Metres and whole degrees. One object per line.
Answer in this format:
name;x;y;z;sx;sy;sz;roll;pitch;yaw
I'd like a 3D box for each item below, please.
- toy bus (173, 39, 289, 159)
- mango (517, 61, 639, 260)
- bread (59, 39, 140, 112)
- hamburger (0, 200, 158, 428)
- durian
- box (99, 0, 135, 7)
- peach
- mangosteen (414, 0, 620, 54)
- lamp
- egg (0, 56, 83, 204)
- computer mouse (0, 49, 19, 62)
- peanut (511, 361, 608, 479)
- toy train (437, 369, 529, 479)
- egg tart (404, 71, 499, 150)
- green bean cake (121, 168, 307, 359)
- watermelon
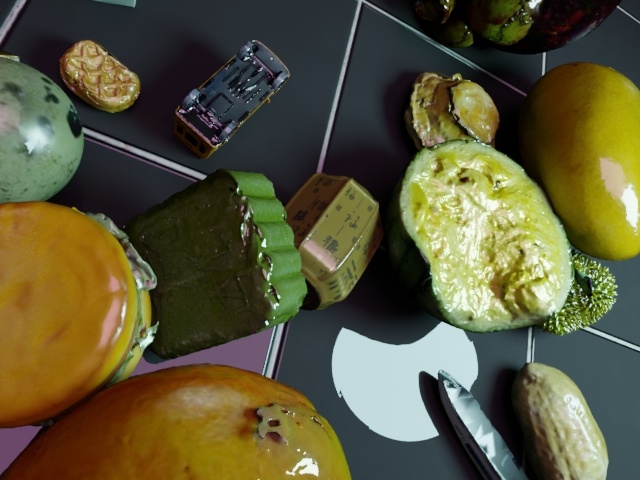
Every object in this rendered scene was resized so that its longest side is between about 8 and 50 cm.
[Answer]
toy bus;-0.138;-0.219;0.765;0.083;0.088;0.194;43;64;-9
mango;0.515;-0.158;0.949;0.300;0.232;0.446;42;45;-33
bread;-0.316;-0.233;0.707;0.110;0.044;0.083;38;64;-14
hamburger;-0.298;0.080;0.542;0.246;0.170;0.246;1;74;-3
durian;0.446;0.092;0.916;0.198;0.159;0.146;16;37;-32
box;-0.282;-0.460;0.662;0.079;0.269;0.135;-2;78;-26
peach;-0.145;0.301;0.483;0.372;0.373;0.290;-10;42;-28
mangosteen;0.399;-0.554;0.991;0.381;0.421;0.381;50;29;-43
lamp;0.000;0.000;0.728;0.161;0.161;0.185;43;55;-9
egg;-0.394;-0.116;0.562;0.228;0.177;0.177;-13;81;-11
computer mouse;-0.477;-0.207;0.599;0.199;0.102;0.045;-28;126;-29
peanut;0.407;0.320;0.849;0.129;0.129;0.224;-7;76;-27
toy train;0.259;0.327;0.820;0.055;0.048;0.252;-28;83;-40
egg tart;0.270;-0.234;0.960;0.241;0.106;0.241;10;69;-27
green bean cake;-0.136;0.031;0.621;0.113;0.214;0.200;-1;73;-64
watermelon;0.231;0.003;0.824;0.330;0.189;0.331;16;56;-24
